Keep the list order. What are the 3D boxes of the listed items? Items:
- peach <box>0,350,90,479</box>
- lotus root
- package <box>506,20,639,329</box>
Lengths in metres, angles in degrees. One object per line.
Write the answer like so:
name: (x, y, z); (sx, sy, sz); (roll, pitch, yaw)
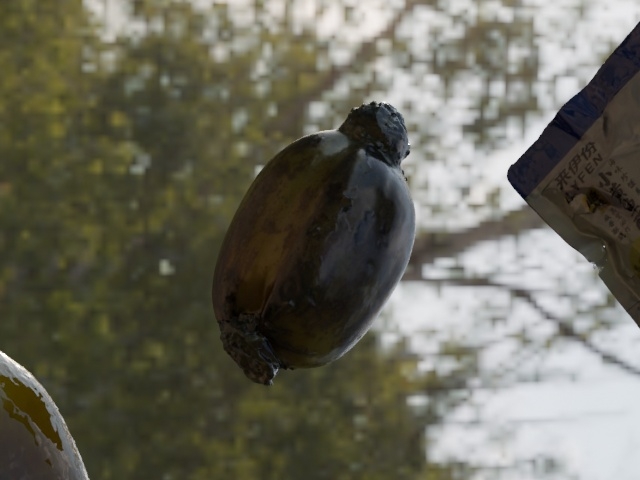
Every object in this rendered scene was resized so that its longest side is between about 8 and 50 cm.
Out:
peach: (-0.234, 0.168, 1.159); (0.251, 0.153, 0.251); (-11, 90, -74)
lotus root: (0.000, 0.000, 1.307); (0.209, 0.120, 0.120); (-61, -171, -11)
package: (0.218, -0.045, 1.216); (0.173, 0.027, 0.171); (50, -66, 26)
